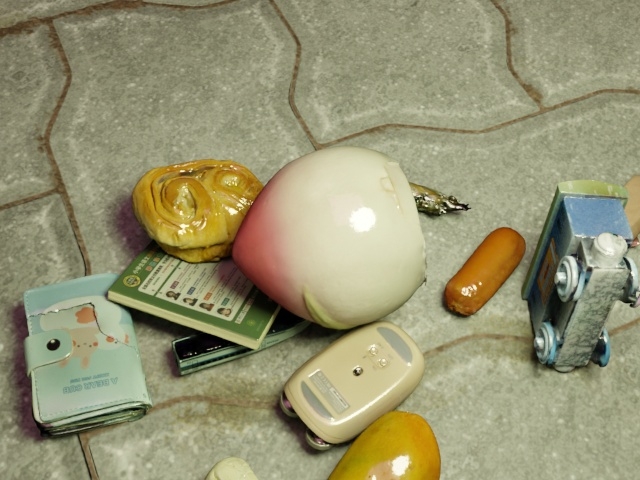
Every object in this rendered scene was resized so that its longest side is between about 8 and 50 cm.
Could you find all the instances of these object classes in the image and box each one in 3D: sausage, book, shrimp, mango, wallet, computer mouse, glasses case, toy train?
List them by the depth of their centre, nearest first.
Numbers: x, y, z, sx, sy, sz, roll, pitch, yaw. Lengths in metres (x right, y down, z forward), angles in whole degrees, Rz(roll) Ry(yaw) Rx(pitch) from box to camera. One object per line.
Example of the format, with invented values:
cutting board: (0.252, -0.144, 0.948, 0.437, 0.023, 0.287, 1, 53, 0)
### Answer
mango: (0.083, 0.358, 1.093, 0.138, 0.113, 0.253, 36, 64, 16)
computer mouse: (0.054, 0.224, 1.202, 0.236, 0.082, 0.145, -34, 64, -22)
toy train: (0.406, 0.065, 1.208, 0.131, 0.300, 0.202, 3, 47, -1)
wallet: (-0.380, 0.178, 1.219, 0.176, 0.075, 0.250, -11, 56, -17)
toy train: (-0.116, 0.161, 1.259, 0.251, 0.048, 0.055, -14, 36, -19)
book: (-0.192, 0.074, 1.287, 0.264, 0.027, 0.202, 17, 36, 9)
sausage: (0.290, 0.055, 1.337, 0.076, 0.076, 0.197, 35, 62, 20)
shrimp: (0.138, -0.033, 1.411, 0.261, 0.051, 0.198, 13, 63, 10)
glasses case: (0.570, -0.042, 1.433, 0.193, 0.070, 0.102, -42, 39, -24)

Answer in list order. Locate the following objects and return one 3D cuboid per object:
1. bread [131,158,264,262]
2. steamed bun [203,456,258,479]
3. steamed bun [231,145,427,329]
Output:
bread: (-0.209, -0.059, 1.335, 0.236, 0.120, 0.198, -13, 45, -29)
steamed bun: (-0.121, 0.374, 1.071, 0.090, 0.112, 0.130, -25, 67, -20)
steamed bun: (0.000, 0.000, 1.213, 0.309, 0.309, 0.309, 1, 55, -2)
